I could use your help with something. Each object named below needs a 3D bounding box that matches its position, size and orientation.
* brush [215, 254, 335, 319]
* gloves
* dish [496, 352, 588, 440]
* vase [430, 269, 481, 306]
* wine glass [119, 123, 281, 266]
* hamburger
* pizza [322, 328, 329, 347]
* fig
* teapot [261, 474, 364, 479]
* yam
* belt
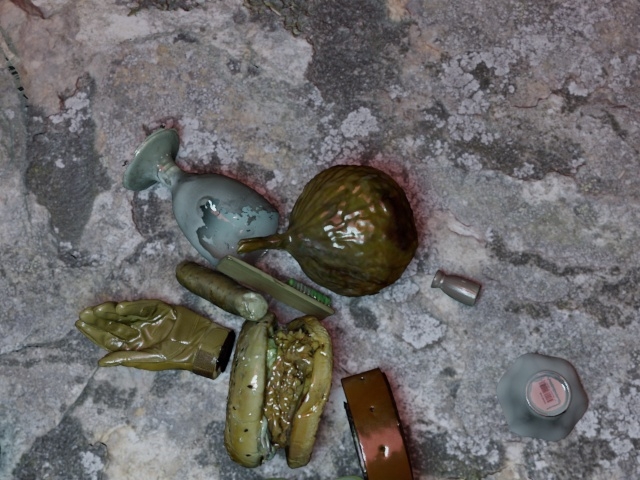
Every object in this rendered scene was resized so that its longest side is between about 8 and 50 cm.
[{"bbox_3d":[-0.089,0.093,1.782,0.282,0.054,0.048,28,45,-28],"label":"brush"},{"bbox_3d":[-0.350,0.204,1.795,0.331,0.141,0.154,14,101,-3],"label":"gloves"},{"bbox_3d":[0.463,0.320,1.757,0.190,0.066,0.191,-1,74,2],"label":"dish"},{"bbox_3d":[0.292,0.101,1.837,0.100,0.053,0.053,23,76,13],"label":"vase"},{"bbox_3d":[-0.254,-0.084,1.853,0.357,0.190,0.190,39,79,17],"label":"wine glass"},{"bbox_3d":[-0.085,0.290,1.694,0.195,0.277,0.318,7,69,-5],"label":"hamburger"},{"bbox_3d":[0.003,0.219,1.835,0.037,0.016,0.083,-7,70,2],"label":"pizza"},{"bbox_3d":[0.000,0.000,1.740,0.368,0.286,0.286,-16,73,-23],"label":"fig"},{"bbox_3d":[-0.072,0.519,1.561,0.239,0.239,0.321,38,107,-1],"label":"teapot"},{"bbox_3d":[-0.211,0.102,1.761,0.071,0.317,0.067,-13,108,-32],"label":"yam"},{"bbox_3d":[0.115,0.390,1.693,0.105,0.184,0.261,-15,59,-4],"label":"belt"}]
